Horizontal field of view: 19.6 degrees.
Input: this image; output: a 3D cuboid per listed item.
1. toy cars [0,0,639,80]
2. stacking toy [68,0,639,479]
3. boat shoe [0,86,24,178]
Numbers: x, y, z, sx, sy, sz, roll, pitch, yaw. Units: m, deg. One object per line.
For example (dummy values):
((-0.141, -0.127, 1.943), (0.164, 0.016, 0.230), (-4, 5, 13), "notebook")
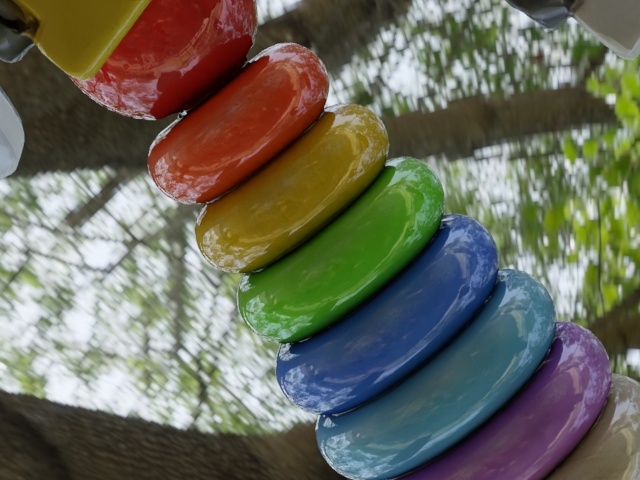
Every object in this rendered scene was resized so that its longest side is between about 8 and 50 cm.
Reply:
((-0.029, -0.153, 0.727), (0.393, 0.087, 0.176), (-1, -85, 12), "toy cars")
((0.000, 0.000, 0.811), (0.141, 0.141, 0.330), (-40, -82, -3), "stacking toy")
((-0.225, -0.127, 0.923), (0.095, 0.258, 0.084), (-3, -124, 28), "boat shoe")
